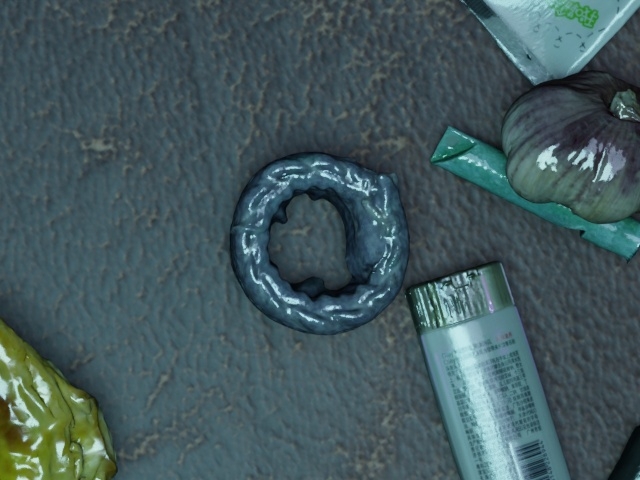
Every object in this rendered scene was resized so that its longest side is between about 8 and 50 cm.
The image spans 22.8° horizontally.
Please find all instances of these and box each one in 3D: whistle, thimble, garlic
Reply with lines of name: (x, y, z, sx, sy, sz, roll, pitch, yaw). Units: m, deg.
whistle: (0.181, -0.039, 1.315, 0.186, 0.039, 0.039, 26, 83, -3)
thimble: (0.000, 0.003, 1.264, 0.150, 0.098, 0.150, 0, 86, -5)
garlic: (0.224, -0.079, 1.271, 0.159, 0.147, 0.102, 8, 126, -19)

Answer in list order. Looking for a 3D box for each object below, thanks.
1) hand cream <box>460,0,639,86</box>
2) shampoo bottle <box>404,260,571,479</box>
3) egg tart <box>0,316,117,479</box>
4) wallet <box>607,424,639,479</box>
hand cream: (0.269, -0.274, 1.303, 0.336, 0.076, 0.121, -44, 82, 12)
shampoo bottle: (0.140, 0.135, 1.287, 0.086, 0.056, 0.227, -18, 87, -7)
egg tart: (-0.328, 0.196, 1.202, 0.341, 0.129, 0.341, 1, 86, -7)
wallet: (0.266, 0.283, 1.295, 0.149, 0.044, 0.250, 33, 83, -6)
